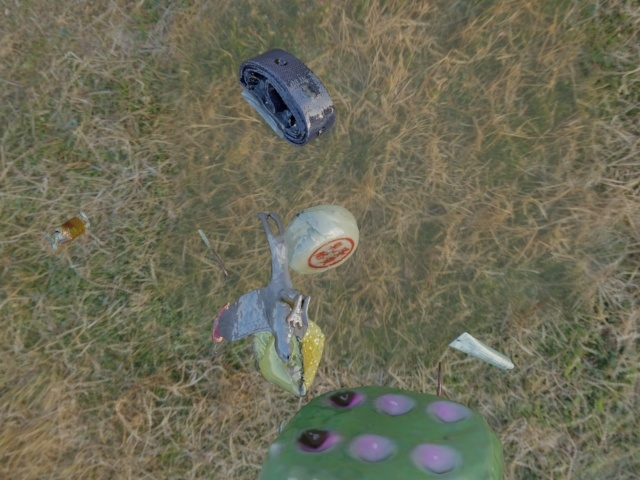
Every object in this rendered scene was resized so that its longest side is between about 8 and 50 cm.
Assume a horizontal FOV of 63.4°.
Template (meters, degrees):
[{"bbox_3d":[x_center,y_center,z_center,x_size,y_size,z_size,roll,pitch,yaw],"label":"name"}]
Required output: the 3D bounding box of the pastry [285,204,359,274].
[{"bbox_3d":[0.001,0.001,1.601,0.265,0.265,0.133,-30,62,9],"label":"pastry"}]

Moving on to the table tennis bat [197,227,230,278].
[{"bbox_3d":[-0.284,0.036,1.389,0.013,0.087,0.156,-30,101,-8],"label":"table tennis bat"}]

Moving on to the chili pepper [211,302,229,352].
[{"bbox_3d":[-0.371,0.321,1.924,0.059,0.050,0.191,17,86,-15],"label":"chili pepper"}]

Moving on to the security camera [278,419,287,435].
[{"bbox_3d":[-0.060,0.501,1.355,0.092,0.058,0.058,-3,99,18],"label":"security camera"}]

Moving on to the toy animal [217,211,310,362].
[{"bbox_3d":[-0.076,0.092,1.105,0.225,0.302,0.284,3,96,-23],"label":"toy animal"}]

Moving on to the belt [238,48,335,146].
[{"bbox_3d":[-0.082,-0.315,1.154,0.230,0.139,0.126,48,56,7],"label":"belt"}]

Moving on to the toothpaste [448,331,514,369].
[{"bbox_3d":[0.357,0.244,1.125,0.197,0.029,0.048,29,119,-28],"label":"toothpaste"}]

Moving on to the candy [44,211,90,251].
[{"bbox_3d":[-0.611,-0.021,1.251,0.046,0.182,0.053,-36,103,15],"label":"candy"}]

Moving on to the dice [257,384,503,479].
[{"bbox_3d":[0.097,0.419,0.756,0.322,0.318,0.330,2,104,21],"label":"dice"}]

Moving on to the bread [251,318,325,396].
[{"bbox_3d":[-0.102,0.310,1.552,0.204,0.162,0.262,12,113,24],"label":"bread"}]

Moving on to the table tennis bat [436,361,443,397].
[{"bbox_3d":[0.322,0.391,1.395,0.019,0.098,0.155,1,136,13],"label":"table tennis bat"}]
